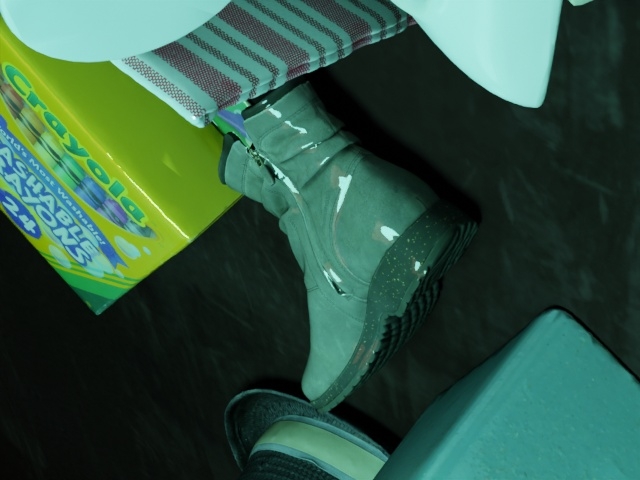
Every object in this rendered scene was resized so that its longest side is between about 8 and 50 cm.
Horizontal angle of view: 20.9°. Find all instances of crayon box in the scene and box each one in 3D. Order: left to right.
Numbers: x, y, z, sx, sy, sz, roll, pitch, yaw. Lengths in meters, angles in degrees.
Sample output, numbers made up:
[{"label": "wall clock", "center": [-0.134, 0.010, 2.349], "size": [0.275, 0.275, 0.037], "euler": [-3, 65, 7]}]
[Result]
[{"label": "crayon box", "center": [-0.167, -0.072, 1.268], "size": [0.203, 0.083, 0.323], "euler": [48, 155, -4]}]

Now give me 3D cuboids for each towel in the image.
[{"label": "towel", "center": [-0.053, -0.125, 0.883], "size": [0.144, 0.197, 0.029], "euler": [37, 130, 20]}]

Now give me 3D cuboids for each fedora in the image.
[{"label": "fedora", "center": [0.003, 0.275, 1.438], "size": [0.334, 0.152, 0.334], "euler": [36, 153, 22]}]

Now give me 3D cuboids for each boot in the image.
[{"label": "boot", "center": [0.000, 0.000, 1.126], "size": [0.161, 0.083, 0.246], "euler": [42, 146, 11]}]

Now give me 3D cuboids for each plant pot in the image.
[{"label": "plant pot", "center": [0.115, 0.239, 1.089], "size": [0.247, 0.252, 0.248], "euler": [45, 155, 4]}]

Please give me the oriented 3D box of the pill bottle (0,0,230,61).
[{"label": "pill bottle", "center": [-0.131, -0.221, 0.800], "size": [0.153, 0.153, 0.264], "euler": [98, 149, -59]}]

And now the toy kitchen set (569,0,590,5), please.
[{"label": "toy kitchen set", "center": [0.186, -0.119, 0.647], "size": [0.207, 0.122, 0.166], "euler": [57, 163, 29]}]

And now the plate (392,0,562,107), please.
[{"label": "plate", "center": [0.012, -0.220, 0.725], "size": [0.278, 0.045, 0.277], "euler": [53, 161, 27]}]
